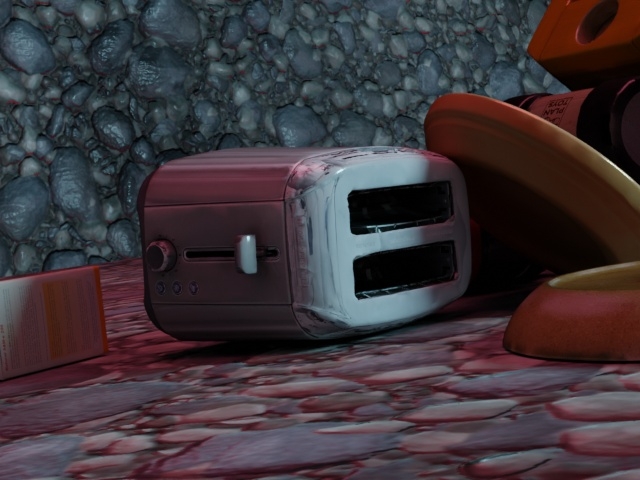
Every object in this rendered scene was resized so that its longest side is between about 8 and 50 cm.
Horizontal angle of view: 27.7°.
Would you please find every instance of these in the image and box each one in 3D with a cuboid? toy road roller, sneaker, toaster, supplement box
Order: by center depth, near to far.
[{"bbox_3d":[-0.188,0.053,0.854,0.036,0.062,0.098,-4,3,34],"label":"supplement box"},{"bbox_3d":[0.000,0.000,0.861,0.146,0.129,0.227,0,4,41],"label":"toaster"},{"bbox_3d":[0.139,-0.015,1.120,0.135,0.097,0.276,-7,4,-2],"label":"sneaker"},{"bbox_3d":[0.332,-0.139,1.232,0.241,0.329,0.202,32,-14,-24],"label":"toy road roller"}]

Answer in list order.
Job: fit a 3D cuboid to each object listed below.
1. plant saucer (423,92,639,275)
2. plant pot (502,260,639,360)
[{"bbox_3d":[0.151,-0.026,0.892,0.200,0.037,0.200,33,-12,8],"label":"plant saucer"},{"bbox_3d":[0.212,0.028,0.682,0.236,0.032,0.236,-8,2,0],"label":"plant pot"}]
